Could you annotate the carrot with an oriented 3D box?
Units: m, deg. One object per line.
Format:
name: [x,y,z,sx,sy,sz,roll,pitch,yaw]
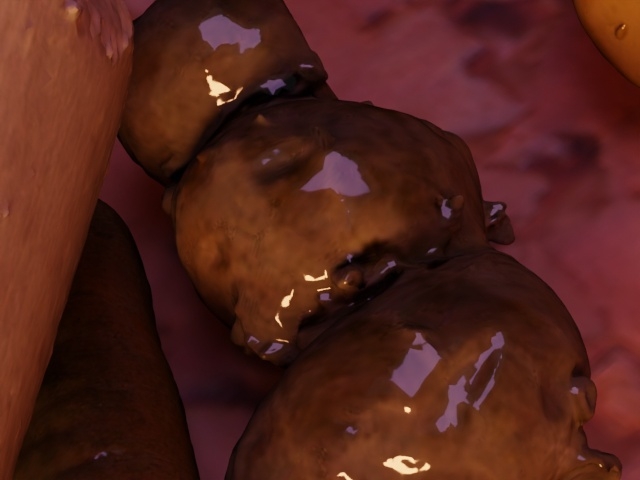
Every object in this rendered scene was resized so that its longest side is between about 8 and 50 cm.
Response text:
carrot: [-0.047,0.100,0.427,0.070,0.070,0.342,-14,45,-7]

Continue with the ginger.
ginger: [0.000,0.000,0.496,0.104,0.080,0.204,-22,53,-7]

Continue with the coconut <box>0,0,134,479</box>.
coconut: [-0.169,-0.028,0.418,0.237,0.237,0.266,9,60,12]

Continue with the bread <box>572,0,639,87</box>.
bread: [0.139,-0.109,0.575,0.134,0.085,0.173,2,48,2]
